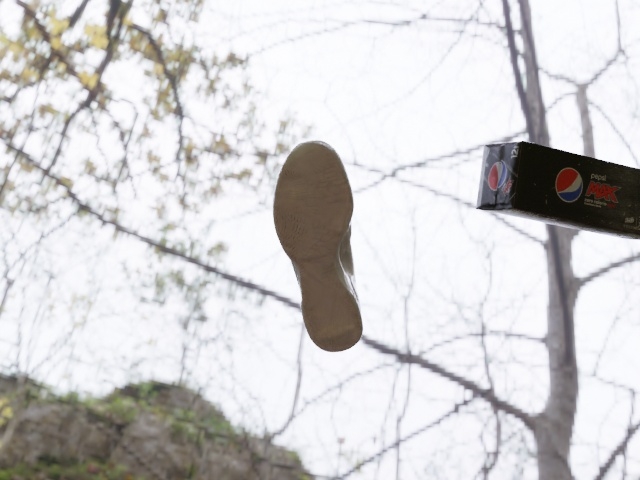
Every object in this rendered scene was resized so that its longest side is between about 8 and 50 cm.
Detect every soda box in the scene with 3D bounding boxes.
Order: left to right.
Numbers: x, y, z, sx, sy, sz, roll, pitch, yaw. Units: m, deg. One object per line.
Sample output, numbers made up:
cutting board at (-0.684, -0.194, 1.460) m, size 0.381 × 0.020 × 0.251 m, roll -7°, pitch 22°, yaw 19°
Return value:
soda box at (0.215, -0.040, 1.045) m, size 0.169 × 0.060 × 0.053 m, roll 10°, pitch -4°, yaw -29°

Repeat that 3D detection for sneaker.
sneaker at (0.000, 0.000, 1.249) m, size 0.080 × 0.094 × 0.212 m, roll -5°, pitch -76°, yaw 5°
